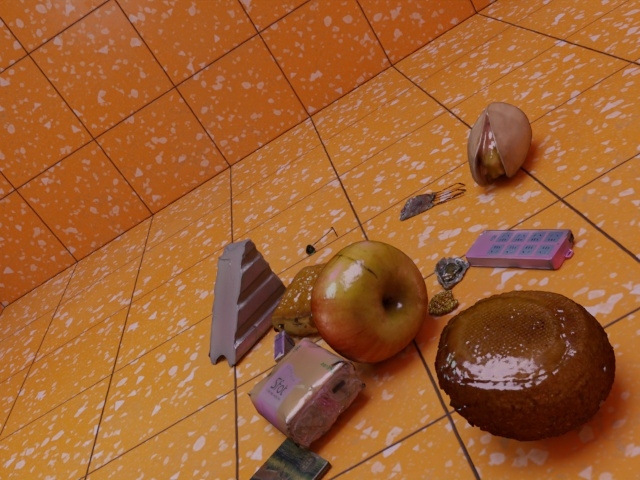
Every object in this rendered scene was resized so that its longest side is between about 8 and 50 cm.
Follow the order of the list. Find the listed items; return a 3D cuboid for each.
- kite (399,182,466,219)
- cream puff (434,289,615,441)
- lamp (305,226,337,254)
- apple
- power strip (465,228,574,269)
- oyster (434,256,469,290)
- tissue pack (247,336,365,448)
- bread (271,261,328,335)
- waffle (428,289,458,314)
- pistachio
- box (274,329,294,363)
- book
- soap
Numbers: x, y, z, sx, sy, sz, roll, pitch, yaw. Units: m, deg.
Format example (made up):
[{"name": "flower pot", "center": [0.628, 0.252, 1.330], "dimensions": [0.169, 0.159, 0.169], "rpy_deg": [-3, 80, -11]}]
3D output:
[{"name": "kite", "center": [0.347, -0.130, 2.169], "dimensions": [0.229, 0.016, 0.127], "rpy_deg": [-20, 30, 28]}, {"name": "cream puff", "center": [0.364, 0.229, 1.235], "dimensions": [0.302, 0.212, 0.303], "rpy_deg": [-19, 29, 11]}, {"name": "lamp", "center": [-0.001, 0.001, 2.339], "dimensions": [0.121, 0.041, 0.054], "rpy_deg": [-36, 15, 3]}, {"name": "apple", "center": [0.109, 0.141, 1.639], "dimensions": [0.286, 0.286, 0.233], "rpy_deg": [-43, 16, -21]}, {"name": "power strip", "center": [0.479, 0.019, 1.690], "dimensions": [0.278, 0.038, 0.109], "rpy_deg": [0, 41, 52]}, {"name": "oyster", "center": [0.335, 0.082, 1.774], "dimensions": [0.100, 0.037, 0.098], "rpy_deg": [-18, 40, -15]}, {"name": "tissue pack", "center": [-0.035, 0.349, 1.616], "dimensions": [0.215, 0.123, 0.256], "rpy_deg": [-43, 18, -16]}, {"name": "bread", "center": [-0.013, 0.168, 1.964], "dimensions": [0.210, 0.099, 0.235], "rpy_deg": [-12, 37, 44]}, {"name": "waffle", "center": [0.298, 0.151, 1.698], "dimensions": [0.078, 0.016, 0.085], "rpy_deg": [-25, 25, 18]}, {"name": "pistachio", "center": [0.519, -0.290, 2.044], "dimensions": [0.187, 0.187, 0.299], "rpy_deg": [-17, 33, 33]}, {"name": "box", "center": [-0.097, 0.296, 1.878], "dimensions": [0.036, 0.051, 0.117], "rpy_deg": [-36, 24, 13]}, {"name": "book", "center": [-0.097, 0.530, 1.471], "dimensions": [0.228, 0.024, 0.160], "rpy_deg": [-44, 28, -23]}, {"name": "soap", "center": [-0.263, 0.178, 2.057], "dimensions": [0.158, 0.258, 0.302], "rpy_deg": [2, 43, 51]}]
